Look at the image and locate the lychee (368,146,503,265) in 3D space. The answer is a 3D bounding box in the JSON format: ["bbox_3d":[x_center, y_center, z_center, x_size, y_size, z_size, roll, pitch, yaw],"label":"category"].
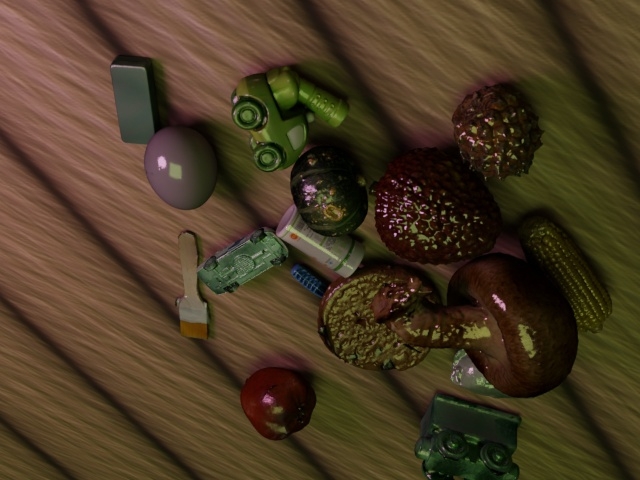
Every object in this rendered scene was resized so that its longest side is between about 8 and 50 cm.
[{"bbox_3d":[0.223,-0.061,1.746,0.271,0.236,0.236,28,131,12],"label":"lychee"}]

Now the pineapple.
[{"bbox_3d":[0.338,-0.189,1.670,0.166,0.166,0.193,-31,120,30],"label":"pineapple"}]

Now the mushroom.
[{"bbox_3d":[0.335,0.176,1.790,0.331,0.356,0.334,-32,81,56],"label":"mushroom"}]

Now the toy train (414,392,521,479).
[{"bbox_3d":[0.366,0.513,2.213,0.266,0.202,0.145,17,131,-2],"label":"toy train"}]

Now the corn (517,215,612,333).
[{"bbox_3d":[0.516,0.078,1.882,0.119,0.119,0.322,-27,117,29],"label":"corn"}]

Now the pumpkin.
[{"bbox_3d":[0.021,-0.099,1.786,0.146,0.190,0.190,-28,119,32],"label":"pumpkin"}]

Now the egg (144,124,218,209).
[{"bbox_3d":[-0.283,-0.146,1.829,0.146,0.146,0.198,1,135,10],"label":"egg"}]

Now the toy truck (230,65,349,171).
[{"bbox_3d":[-0.074,-0.251,1.717,0.210,0.148,0.187,-38,112,11],"label":"toy truck"}]

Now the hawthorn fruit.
[{"bbox_3d":[-0.116,0.394,2.233,0.202,0.185,0.185,25,142,40],"label":"hawthorn fruit"}]

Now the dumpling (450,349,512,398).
[{"bbox_3d":[0.417,0.306,2.096,0.217,0.105,0.149,18,131,-3],"label":"dumpling"}]

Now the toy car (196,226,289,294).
[{"bbox_3d":[-0.172,0.039,2.009,0.224,0.076,0.090,-30,117,21],"label":"toy car"}]

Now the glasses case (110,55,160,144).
[{"bbox_3d":[-0.373,-0.281,1.805,0.078,0.039,0.184,5,130,6],"label":"glasses case"}]

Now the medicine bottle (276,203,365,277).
[{"bbox_3d":[0.000,0.000,1.936,0.183,0.086,0.086,32,128,-15],"label":"medicine bottle"}]

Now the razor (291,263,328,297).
[{"bbox_3d":[0.031,0.138,2.073,0.253,0.042,0.082,38,98,-21],"label":"razor"}]

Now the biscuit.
[{"bbox_3d":[0.136,0.174,2.036,0.296,0.075,0.296,-1,117,-3],"label":"biscuit"}]

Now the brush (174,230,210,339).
[{"bbox_3d":[-0.307,0.109,2.129,0.085,0.020,0.336,8,129,5],"label":"brush"}]
